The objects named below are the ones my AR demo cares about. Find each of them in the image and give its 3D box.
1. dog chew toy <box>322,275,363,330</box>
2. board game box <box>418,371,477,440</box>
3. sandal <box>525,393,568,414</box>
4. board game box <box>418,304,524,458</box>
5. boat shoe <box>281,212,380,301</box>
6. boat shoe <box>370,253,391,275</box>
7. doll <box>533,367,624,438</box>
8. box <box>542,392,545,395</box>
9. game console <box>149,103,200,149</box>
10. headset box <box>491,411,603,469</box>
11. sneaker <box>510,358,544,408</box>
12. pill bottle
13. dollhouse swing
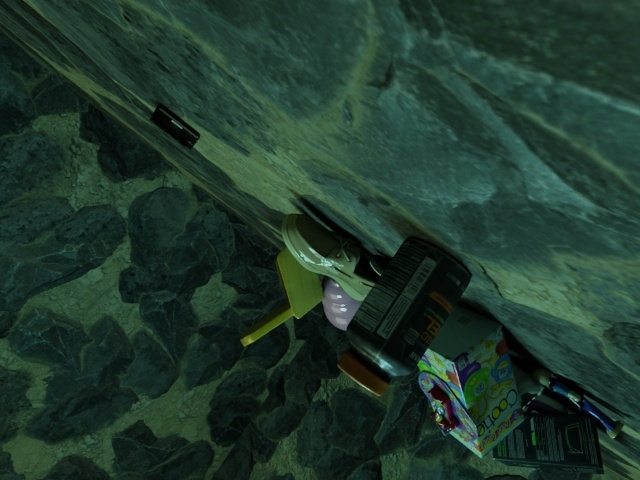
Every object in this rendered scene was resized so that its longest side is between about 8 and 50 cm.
[{"bbox_3d":[0.094,0.195,1.604,0.206,0.207,0.332,31,164,27],"label":"dog chew toy"},{"bbox_3d":[0.260,0.364,0.966,0.169,0.033,0.133,55,160,12],"label":"board game box"},{"bbox_3d":[0.562,0.500,1.421,0.169,0.102,0.416,33,162,-31],"label":"sandal"},{"bbox_3d":[0.323,0.305,0.993,0.144,0.142,0.275,22,139,59],"label":"board game box"},{"bbox_3d":[0.048,0.031,1.105,0.110,0.122,0.341,-23,134,37],"label":"boat shoe"},{"bbox_3d":[0.167,0.068,1.008,0.133,0.049,0.042,39,148,29],"label":"boat shoe"},{"bbox_3d":[0.562,0.348,0.994,0.189,0.046,0.129,38,-175,29],"label":"doll"},{"bbox_3d":[0.614,0.438,1.445,0.201,0.021,0.164,28,170,42],"label":"box"},{"bbox_3d":[-0.365,-0.299,1.159,0.122,0.071,0.107,37,143,-19],"label":"game console"},{"bbox_3d":[0.633,0.575,1.282,0.282,0.131,0.246,-10,148,29],"label":"headset box"},{"bbox_3d":[0.482,0.358,1.152,0.118,0.110,0.292,49,-174,18],"label":"sneaker"},{"bbox_3d":[0.129,0.130,0.746,0.130,0.246,0.130,34,173,5],"label":"pill bottle"},{"bbox_3d":[-0.169,0.162,1.595,0.347,0.304,0.315,145,108,-83],"label":"dollhouse swing"}]
